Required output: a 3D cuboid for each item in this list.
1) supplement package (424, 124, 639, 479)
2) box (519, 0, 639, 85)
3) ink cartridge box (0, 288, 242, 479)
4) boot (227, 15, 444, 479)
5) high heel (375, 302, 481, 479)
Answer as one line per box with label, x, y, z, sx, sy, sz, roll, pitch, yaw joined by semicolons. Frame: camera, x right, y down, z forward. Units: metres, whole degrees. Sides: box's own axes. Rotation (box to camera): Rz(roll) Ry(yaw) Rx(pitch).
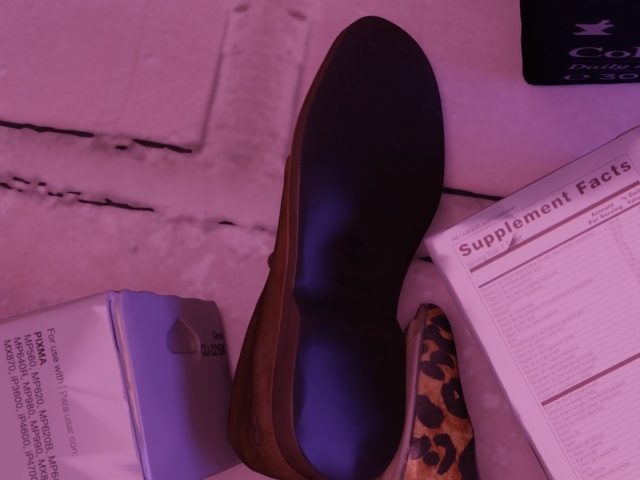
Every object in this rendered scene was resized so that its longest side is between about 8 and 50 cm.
supplement package;0.178;0.080;0.600;0.139;0.134;0.244;-28;80;7
box;0.323;-0.262;0.440;0.480;0.472;0.297;0;83;11
ink cartridge box;-0.202;0.119;0.636;0.273;0.197;0.114;-16;82;9
boot;0.000;0.000;0.662;0.112;0.115;0.305;22;67;-27
high heel;0.118;0.176;0.645;0.186;0.093;0.261;10;72;-10
